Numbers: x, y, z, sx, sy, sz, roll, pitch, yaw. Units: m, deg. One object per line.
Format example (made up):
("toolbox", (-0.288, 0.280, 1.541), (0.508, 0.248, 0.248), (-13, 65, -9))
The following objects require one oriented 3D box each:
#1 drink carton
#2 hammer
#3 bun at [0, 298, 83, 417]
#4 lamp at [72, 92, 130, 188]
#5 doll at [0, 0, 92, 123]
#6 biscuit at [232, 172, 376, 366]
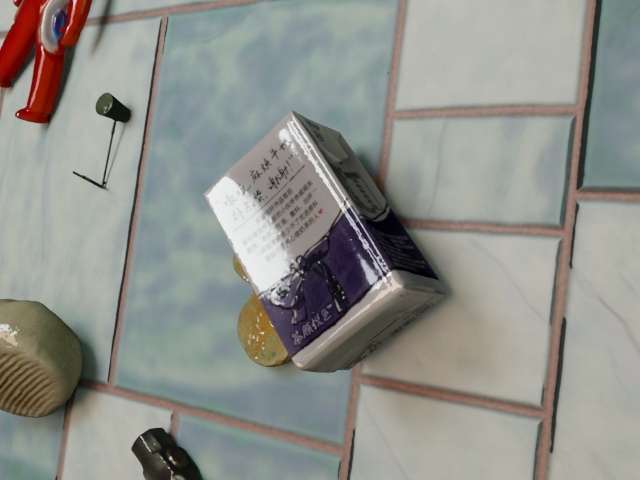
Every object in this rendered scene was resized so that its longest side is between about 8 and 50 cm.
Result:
("drink carton", (-0.001, 0.000, 0.768), (0.134, 0.102, 0.222), (-42, 64, 22))
("hammer", (-0.255, 0.399, 0.954), (0.111, 0.043, 0.365), (42, 108, 31))
("bun", (-0.391, 0.145, 1.036), (0.173, 0.166, 0.113), (-10, 34, 26))
("lamp", (-0.290, -0.133, 1.058), (0.041, 0.054, 0.121), (21, 87, 35))
("doll", (-0.381, -0.369, 1.133), (0.188, 0.099, 0.383), (37, 107, 33))
("biscuit", (-0.029, 0.025, 0.858), (0.153, 0.030, 0.234), (17, 92, 35))
